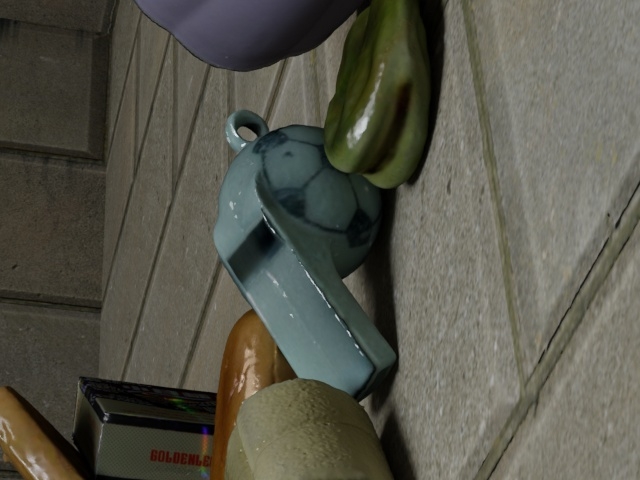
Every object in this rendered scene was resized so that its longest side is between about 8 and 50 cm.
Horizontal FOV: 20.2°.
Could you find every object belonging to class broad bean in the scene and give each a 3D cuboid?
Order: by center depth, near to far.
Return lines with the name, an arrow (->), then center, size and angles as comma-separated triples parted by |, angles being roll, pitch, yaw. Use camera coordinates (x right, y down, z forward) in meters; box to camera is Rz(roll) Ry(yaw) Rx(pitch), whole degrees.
broad bean -> 0.052, -0.149, 1.555 | 0.153, 0.072, 0.206 | -42, 39, 53

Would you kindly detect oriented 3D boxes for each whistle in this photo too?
whistle -> 0.000, 0.000, 1.612 | 0.289, 0.163, 0.163 | 56, 154, 13

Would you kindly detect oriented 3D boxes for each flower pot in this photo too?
flower pot -> -0.034, -0.311, 1.693 | 0.243, 0.265, 0.265 | -17, 66, 63

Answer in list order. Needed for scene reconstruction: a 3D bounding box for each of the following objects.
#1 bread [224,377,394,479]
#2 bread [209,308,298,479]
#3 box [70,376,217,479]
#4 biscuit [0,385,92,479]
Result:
bread -> -0.007, 0.211, 1.477 | 0.141, 0.134, 0.148 | -112, 19, -57
bread -> -0.043, 0.184, 1.724 | 0.136, 0.107, 0.241 | 145, 131, -70
box -> -0.174, 0.226, 2.069 | 0.310, 0.198, 0.084 | -167, 85, -77
biscuit -> -0.248, 0.323, 2.033 | 0.365, 0.062, 0.385 | 42, 170, 37
